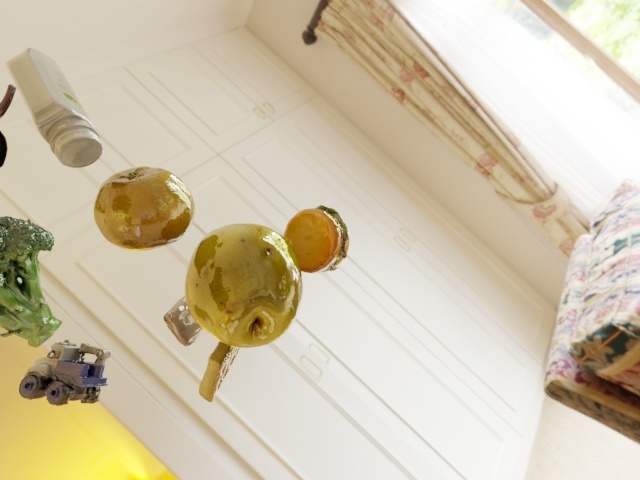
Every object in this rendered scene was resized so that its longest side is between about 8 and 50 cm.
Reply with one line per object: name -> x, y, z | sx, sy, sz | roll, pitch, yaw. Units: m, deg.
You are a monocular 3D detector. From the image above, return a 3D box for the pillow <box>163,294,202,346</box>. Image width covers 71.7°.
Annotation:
pillow -> -0.444, 0.242, 1.562 | 0.067, 0.173, 0.270 | -6, 29, 21

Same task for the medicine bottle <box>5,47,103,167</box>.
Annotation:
medicine bottle -> -0.693, -0.342, 1.171 | 0.124, 0.324, 0.179 | -36, -19, -7

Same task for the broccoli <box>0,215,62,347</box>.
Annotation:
broccoli -> -0.614, 0.097, 0.838 | 0.254, 0.269, 0.269 | 1, 40, 51

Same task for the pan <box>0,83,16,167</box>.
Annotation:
pan -> -0.722, -0.246, 0.967 | 0.115, 0.040, 0.212 | -96, 27, -89

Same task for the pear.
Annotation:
pear -> -0.220, 0.130, 1.314 | 0.362, 0.362, 0.418 | -47, 33, 10

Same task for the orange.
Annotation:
orange -> -0.509, -0.094, 1.286 | 0.279, 0.235, 0.279 | -9, 17, 3

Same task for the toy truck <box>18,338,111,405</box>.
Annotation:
toy truck -> -0.742, 0.386, 1.304 | 0.161, 0.213, 0.177 | 50, -133, -69

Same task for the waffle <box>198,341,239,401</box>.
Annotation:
waffle -> -0.307, 0.365, 1.434 | 0.274, 0.057, 0.168 | -66, -2, -60

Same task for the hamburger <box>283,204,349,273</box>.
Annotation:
hamburger -> 0.000, 0.002, 1.547 | 0.246, 0.246, 0.170 | -48, -24, 19
